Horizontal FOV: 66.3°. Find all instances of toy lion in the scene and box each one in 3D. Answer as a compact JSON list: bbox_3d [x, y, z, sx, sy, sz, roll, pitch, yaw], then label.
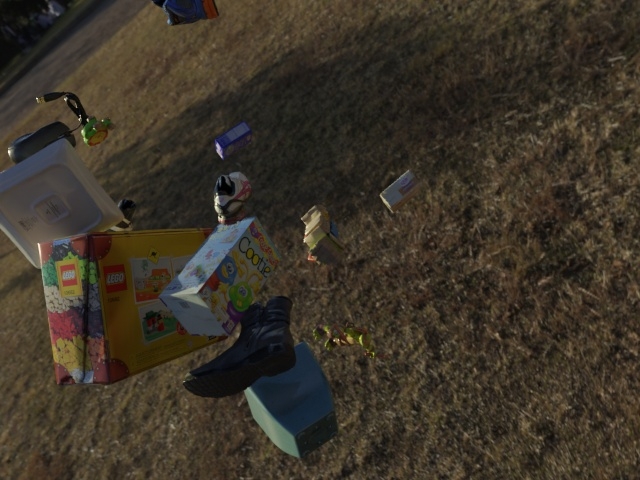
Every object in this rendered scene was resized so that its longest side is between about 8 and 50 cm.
[{"bbox_3d":[-0.624,-0.299,1.361,0.096,0.034,0.100,-43,-2,15],"label":"toy lion"}]

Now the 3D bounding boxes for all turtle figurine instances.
[{"bbox_3d":[0.082,0.304,1.570,0.217,0.269,0.087,-7,58,46],"label":"turtle figurine"}]

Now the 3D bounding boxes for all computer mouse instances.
[{"bbox_3d":[-0.814,-0.333,1.465,0.262,0.184,0.060,-27,31,-19],"label":"computer mouse"}]

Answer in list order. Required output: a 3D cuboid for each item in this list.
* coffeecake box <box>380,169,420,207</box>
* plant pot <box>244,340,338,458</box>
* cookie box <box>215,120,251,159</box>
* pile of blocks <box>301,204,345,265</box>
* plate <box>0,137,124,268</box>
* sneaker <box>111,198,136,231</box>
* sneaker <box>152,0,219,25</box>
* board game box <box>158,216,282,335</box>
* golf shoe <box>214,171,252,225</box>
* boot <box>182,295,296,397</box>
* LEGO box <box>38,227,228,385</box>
[{"bbox_3d":[0.309,-0.184,1.885,0.142,0.185,0.068,-40,80,7],"label":"coffeecake box"},{"bbox_3d":[-0.073,0.535,1.574,0.247,0.247,0.252,-26,42,-21],"label":"plant pot"},{"bbox_3d":[-0.261,-0.301,1.477,0.107,0.040,0.092,-36,-4,-15],"label":"cookie box"},{"bbox_3d":[0.000,0.000,1.871,0.112,0.149,0.362,-42,27,21],"label":"pile of blocks"},{"bbox_3d":[-0.727,-0.088,1.327,0.278,0.277,0.045,-34,33,-12],"label":"plate"},{"bbox_3d":[-0.750,-0.102,1.902,0.121,0.079,0.217,-62,15,2],"label":"sneaker"},{"bbox_3d":[-0.248,-0.423,0.773,0.087,0.083,0.221,-31,67,-12],"label":"sneaker"},{"bbox_3d":[-0.239,0.087,1.220,0.144,0.142,0.275,-8,36,35],"label":"board game box"},{"bbox_3d":[-0.193,-0.114,1.080,0.067,0.086,0.186,-9,34,3],"label":"golf shoe"},{"bbox_3d":[-0.223,0.299,1.393,0.338,0.118,0.223,-19,41,7],"label":"boot"},{"bbox_3d":[-0.507,0.162,1.427,0.193,0.500,0.373,-8,89,24],"label":"LEGO box"}]
